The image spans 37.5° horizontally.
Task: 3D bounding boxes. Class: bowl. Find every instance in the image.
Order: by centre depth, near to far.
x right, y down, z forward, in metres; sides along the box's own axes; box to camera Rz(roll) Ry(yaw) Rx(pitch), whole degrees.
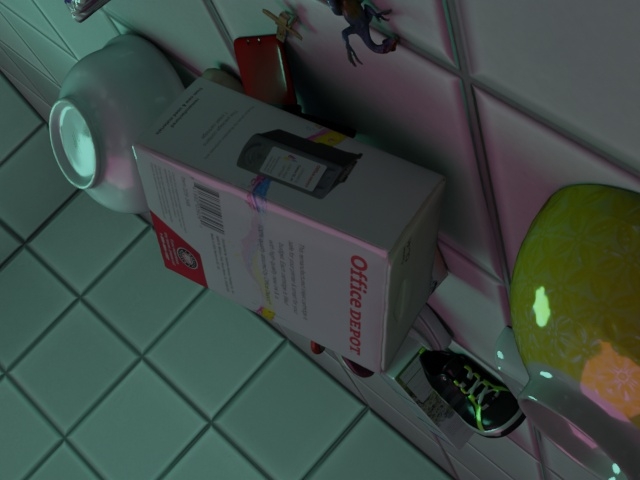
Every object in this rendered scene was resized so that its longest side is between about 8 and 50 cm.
[{"bbox_3d":[0.254,0.107,0.768,0.289,0.156,0.289,41,168,10],"label":"bowl"},{"bbox_3d":[0.288,0.187,1.218,0.142,0.053,0.142,33,166,45],"label":"bowl"},{"bbox_3d":[-0.327,-0.162,1.463,0.298,0.134,0.298,25,125,42],"label":"bowl"}]

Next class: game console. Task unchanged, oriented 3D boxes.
[{"bbox_3d":[-0.031,-0.174,1.075,0.124,0.085,0.144,14,-176,-27],"label":"game console"}]

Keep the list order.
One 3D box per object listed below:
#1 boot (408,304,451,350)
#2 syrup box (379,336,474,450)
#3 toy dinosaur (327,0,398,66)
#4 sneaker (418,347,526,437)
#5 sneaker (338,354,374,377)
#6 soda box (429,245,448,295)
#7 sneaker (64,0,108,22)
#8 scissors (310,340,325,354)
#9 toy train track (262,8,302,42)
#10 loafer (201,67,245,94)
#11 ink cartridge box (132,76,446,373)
[{"bbox_3d":[0.081,0.110,1.461,0.258,0.123,0.095,45,169,-12],"label":"boot"},{"bbox_3d":[0.201,0.273,1.734,0.237,0.093,0.096,49,167,-31],"label":"syrup box"},{"bbox_3d":[0.034,-0.190,0.777,0.082,0.047,0.090,44,-154,-58],"label":"toy dinosaur"},{"bbox_3d":[0.230,0.238,1.524,0.097,0.084,0.235,51,166,-31],"label":"sneaker"},{"bbox_3d":[0.064,0.149,1.648,0.084,0.070,0.185,-27,79,62],"label":"sneaker"},{"bbox_3d":[0.101,0.007,1.160,0.058,0.063,0.183,35,166,35],"label":"soda box"},{"bbox_3d":[-0.304,-0.348,1.191,0.104,0.095,0.236,54,167,-15],"label":"sneaker"},{"bbox_3d":[0.000,0.063,1.524,0.021,0.109,0.297,12,132,20],"label":"scissors"},{"bbox_3d":[-0.035,-0.215,0.939,0.048,0.014,0.083,36,175,-2],"label":"toy train track"},{"bbox_3d":[-0.097,-0.118,1.306,0.268,0.092,0.102,50,167,-33],"label":"loafer"},{"bbox_3d":[-0.033,-0.016,1.032,0.306,0.131,0.226,24,145,18],"label":"ink cartridge box"}]
